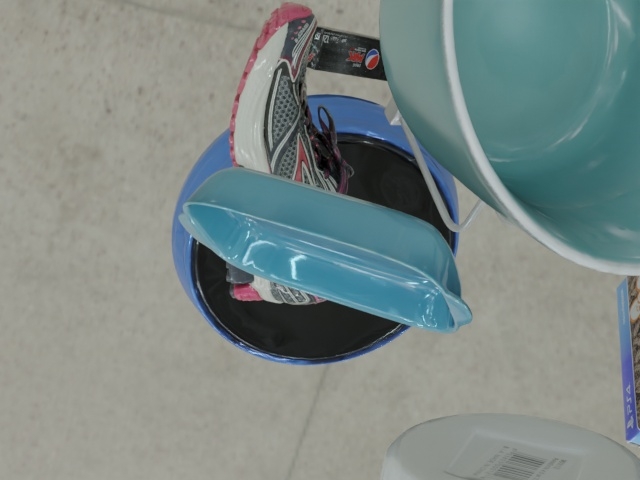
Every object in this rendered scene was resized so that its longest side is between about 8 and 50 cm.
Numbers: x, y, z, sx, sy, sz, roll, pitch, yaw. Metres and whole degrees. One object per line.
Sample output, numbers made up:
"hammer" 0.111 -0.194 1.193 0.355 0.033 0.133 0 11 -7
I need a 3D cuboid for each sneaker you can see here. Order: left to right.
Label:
"sneaker" -0.023 -0.080 1.270 0.112 0.121 0.299 6 119 7

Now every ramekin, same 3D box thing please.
"ramekin" 0.178 0.263 1.246 0.277 0.277 0.135 3 103 0

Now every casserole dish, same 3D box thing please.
"casserole dish" 0.006 0.003 0.789 0.188 0.037 0.114 16 161 21

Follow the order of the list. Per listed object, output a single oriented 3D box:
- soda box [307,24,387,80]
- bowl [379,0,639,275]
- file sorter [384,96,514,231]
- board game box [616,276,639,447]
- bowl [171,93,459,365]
"soda box" 0.033 -0.258 1.838 0.169 0.053 0.060 1 107 -49
"bowl" 0.162 -0.141 0.860 0.311 0.163 0.312 -3 97 -29
"file sorter" 0.243 -0.126 1.285 0.277 0.173 0.193 -5 146 -27
"board game box" 0.452 0.068 1.425 0.141 0.232 0.291 19 134 -10
"bowl" 0.000 0.000 1.774 0.391 0.077 0.391 -6 122 -9
